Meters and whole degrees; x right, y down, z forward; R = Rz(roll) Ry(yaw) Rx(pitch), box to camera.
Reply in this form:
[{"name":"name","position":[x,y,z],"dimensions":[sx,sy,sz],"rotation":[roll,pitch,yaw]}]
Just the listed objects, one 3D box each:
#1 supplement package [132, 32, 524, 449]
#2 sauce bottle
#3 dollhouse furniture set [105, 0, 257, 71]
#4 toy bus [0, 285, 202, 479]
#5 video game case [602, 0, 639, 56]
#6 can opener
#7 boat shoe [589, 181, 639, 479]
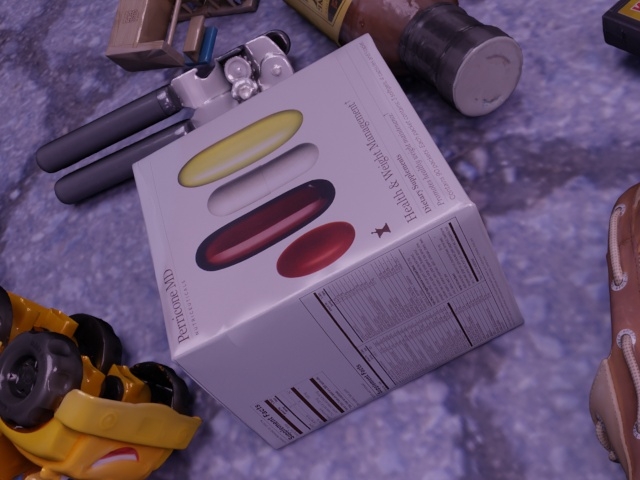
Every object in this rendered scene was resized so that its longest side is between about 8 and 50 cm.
[{"name":"supplement package","position":[0.000,0.000,0.598],"dimensions":[0.203,0.149,0.194],"rotation":[-29,48,6]},{"name":"sauce bottle","position":[0.051,-0.222,0.763],"dimensions":[0.111,0.111,0.344],"rotation":[-40,47,-3]},{"name":"dollhouse furniture set","position":[-0.162,-0.251,0.901],"dimensions":[0.129,0.129,0.183],"rotation":[1,72,30]},{"name":"toy bus","position":[-0.230,0.155,0.626],"dimensions":[0.220,0.149,0.211],"rotation":[23,83,36]},{"name":"video game case","position":[0.391,-0.190,0.588],"dimensions":[0.275,0.035,0.248],"rotation":[-40,47,-10]},{"name":"can opener","position":[-0.148,-0.120,0.837],"dimensions":[0.280,0.074,0.093],"rotation":[-25,14,9]},{"name":"boat shoe","position":[0.213,0.096,0.449],"dimensions":[0.116,0.123,0.324],"rotation":[-28,47,56]}]
